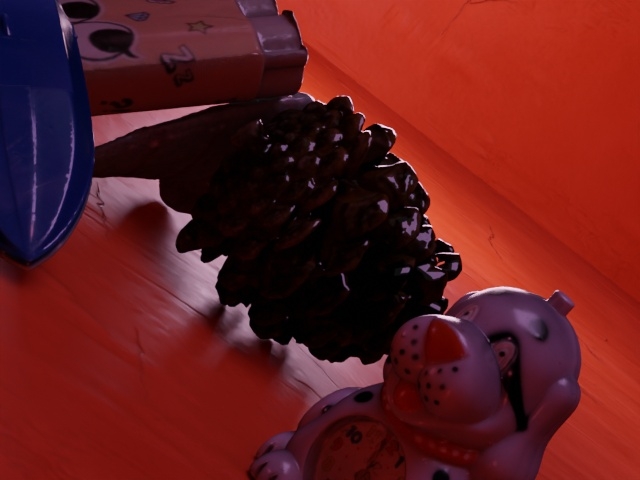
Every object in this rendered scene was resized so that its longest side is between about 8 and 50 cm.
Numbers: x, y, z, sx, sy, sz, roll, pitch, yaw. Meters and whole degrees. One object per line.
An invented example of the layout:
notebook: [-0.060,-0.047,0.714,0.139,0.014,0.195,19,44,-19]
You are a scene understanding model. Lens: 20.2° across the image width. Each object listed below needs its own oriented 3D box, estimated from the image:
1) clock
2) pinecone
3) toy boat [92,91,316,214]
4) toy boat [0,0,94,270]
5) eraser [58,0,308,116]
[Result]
clock: [0.094,0.135,1.326,0.189,0.254,0.189,35,16,-12]
pinecone: [0.000,0.000,1.634,0.272,0.224,0.224,56,1,-33]
toy boat: [-0.124,-0.090,1.696,0.282,0.206,0.096,-1,67,-53]
toy boat: [-0.243,-0.080,1.410,0.129,0.088,0.295,-1,42,-15]
eraser: [-0.175,-0.174,1.638,0.290,0.087,0.171,-7,33,-18]
